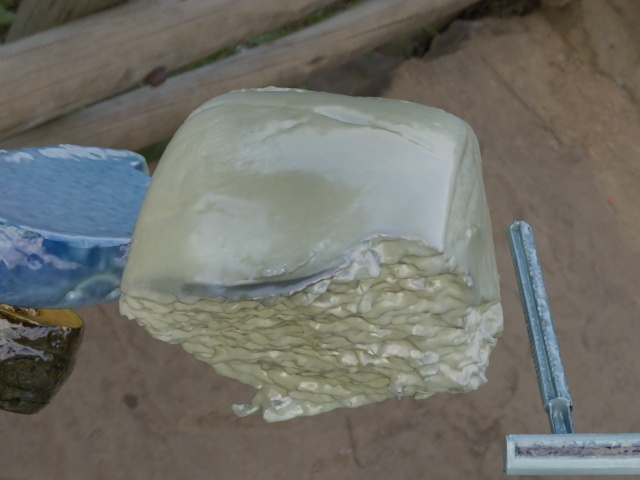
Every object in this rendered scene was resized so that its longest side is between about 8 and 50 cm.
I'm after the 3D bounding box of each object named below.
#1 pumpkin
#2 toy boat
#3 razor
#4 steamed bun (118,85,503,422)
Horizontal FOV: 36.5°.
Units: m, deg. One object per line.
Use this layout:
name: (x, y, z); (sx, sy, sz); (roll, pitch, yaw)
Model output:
pumpkin: (-0.356, 0.127, 1.166); (0.126, 0.248, 0.131); (21, 95, -13)
toy boat: (-0.249, -0.002, 0.993); (0.215, 0.123, 0.330); (31, 23, 19)
razor: (0.143, 0.063, 0.619); (0.084, 0.036, 0.211); (1, 38, -1)
steamed bun: (0.000, 0.000, 0.751); (0.290, 0.272, 0.273); (1, 78, 5)
